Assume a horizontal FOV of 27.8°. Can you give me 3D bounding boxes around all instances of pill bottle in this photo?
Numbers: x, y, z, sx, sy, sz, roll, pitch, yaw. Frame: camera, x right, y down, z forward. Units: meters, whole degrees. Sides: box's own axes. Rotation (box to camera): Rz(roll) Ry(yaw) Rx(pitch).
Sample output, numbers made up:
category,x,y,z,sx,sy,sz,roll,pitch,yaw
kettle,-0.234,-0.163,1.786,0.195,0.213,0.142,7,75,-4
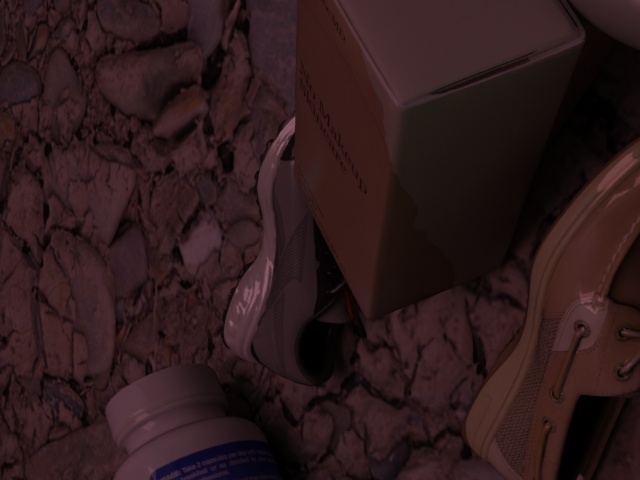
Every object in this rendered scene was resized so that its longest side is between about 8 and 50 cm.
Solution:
category,x,y,z,sx,sy,sz,roll,pitch,yaw
pill bottle,-0.098,0.255,1.170,0.152,0.152,0.272,-47,58,41

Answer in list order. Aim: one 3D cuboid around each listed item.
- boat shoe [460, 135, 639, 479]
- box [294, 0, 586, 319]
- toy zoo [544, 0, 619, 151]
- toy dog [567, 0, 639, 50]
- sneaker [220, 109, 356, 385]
category,x,y,z,sx,sy,sz,roll,pitch,yaw
boat shoe,0.191,0.059,0.856,0.098,0.109,0.302,46,131,31
box,0.064,-0.082,0.864,0.311,0.121,0.148,91,154,-64
toy zoo,0.114,-0.217,0.978,0.293,0.030,0.192,55,131,31
toy dog,0.301,-0.111,0.660,0.334,0.161,0.220,41,169,7
sneaker,0.000,0.000,1.091,0.108,0.100,0.271,31,121,32
